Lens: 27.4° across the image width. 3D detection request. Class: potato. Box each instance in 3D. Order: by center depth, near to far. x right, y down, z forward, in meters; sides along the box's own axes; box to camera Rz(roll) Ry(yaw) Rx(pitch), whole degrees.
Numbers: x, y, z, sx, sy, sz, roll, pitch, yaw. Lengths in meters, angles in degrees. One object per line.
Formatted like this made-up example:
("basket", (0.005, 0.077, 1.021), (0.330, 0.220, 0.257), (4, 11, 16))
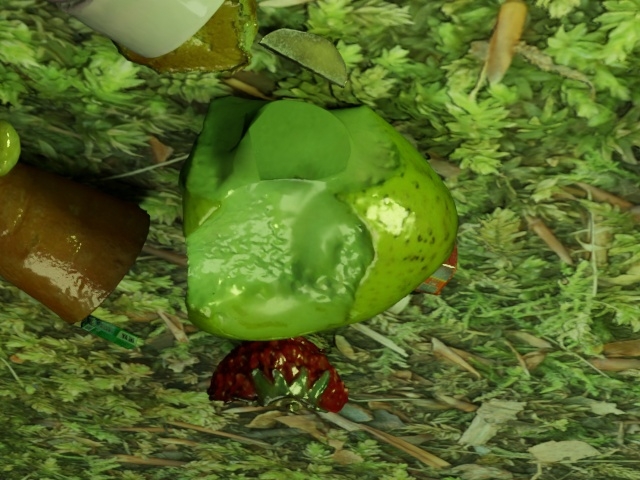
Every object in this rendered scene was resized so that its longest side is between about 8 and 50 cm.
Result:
("potato", (-0.011, -0.182, 1.261), (0.093, 0.036, 0.037), (27, -176, 0))

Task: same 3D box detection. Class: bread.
("bread", (-0.128, -0.207, 1.202), (0.140, 0.069, 0.128), (-2, 149, 7))

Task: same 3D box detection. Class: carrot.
("carrot", (-0.328, -0.026, 1.493), (0.225, 0.159, 0.159), (35, 141, -17))

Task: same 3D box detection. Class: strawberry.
("strawberry", (-0.066, 0.174, 1.795), (0.190, 0.111, 0.236), (6, 174, -19))

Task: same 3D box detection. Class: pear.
("pear", (0.000, 0.000, 1.360), (0.281, 0.176, 0.287), (5, 132, 1))

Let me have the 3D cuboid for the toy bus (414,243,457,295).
("toy bus", (0.064, 0.005, 1.520), (0.192, 0.065, 0.077), (18, 136, -19))

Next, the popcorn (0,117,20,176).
("popcorn", (-0.447, -0.092, 1.311), (0.241, 0.235, 0.250), (-29, 149, 19))

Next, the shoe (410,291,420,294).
("shoe", (0.051, 0.038, 1.578), (0.159, 0.062, 0.053), (14, 151, -18))

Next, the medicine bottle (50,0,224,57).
("medicine bottle", (-0.212, -0.295, 0.944), (0.325, 0.212, 0.212), (27, 143, -31))

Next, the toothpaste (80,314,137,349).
("toothpaste", (-0.295, 0.128, 1.830), (0.083, 0.017, 0.020), (29, 139, -32))
